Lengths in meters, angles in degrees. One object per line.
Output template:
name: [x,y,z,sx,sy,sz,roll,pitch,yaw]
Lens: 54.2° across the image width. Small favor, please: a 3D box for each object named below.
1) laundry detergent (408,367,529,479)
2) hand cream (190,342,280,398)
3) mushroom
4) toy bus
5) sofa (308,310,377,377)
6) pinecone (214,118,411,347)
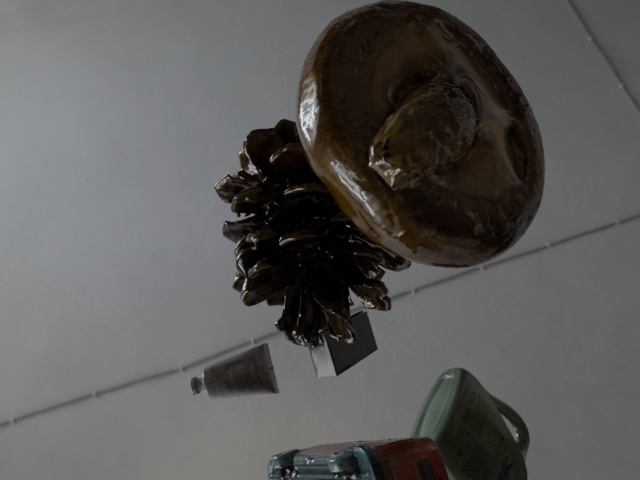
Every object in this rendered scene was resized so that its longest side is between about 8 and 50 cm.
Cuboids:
laundry detergent: [0.309,0.391,1.160,0.280,0.105,0.215,40,-123,-11]
hand cream: [-0.143,0.225,1.029,0.142,0.053,0.084,-15,-92,5]
mushroom: [0.126,-0.138,0.786,0.239,0.345,0.345,-1,-124,41]
toy bus: [0.037,0.287,0.715,0.120,0.265,0.121,-9,-104,-31]
sofa: [0.038,0.190,1.164,0.147,0.060,0.085,-19,-85,-52]
pinecone: [0.000,0.000,1.044,0.385,0.384,0.384,2,-115,-4]
